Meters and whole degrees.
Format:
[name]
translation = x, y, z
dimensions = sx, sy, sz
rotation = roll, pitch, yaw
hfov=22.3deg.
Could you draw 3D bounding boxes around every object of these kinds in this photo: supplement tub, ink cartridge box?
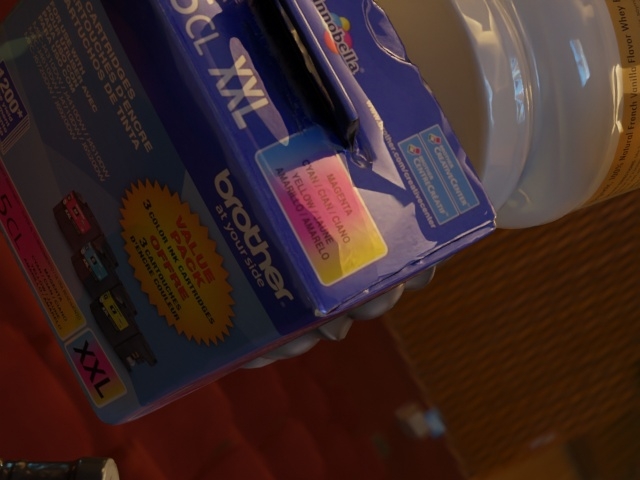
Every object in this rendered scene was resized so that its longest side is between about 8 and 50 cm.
[supplement tub]
translation = 0.172, -0.138, 1.115
dimensions = 0.228, 0.316, 0.228
rotation = 33, -48, 46
[ink cartridge box]
translation = -0.068, -0.063, 1.013
dimensions = 0.395, 0.151, 0.270
rotation = -32, -94, 55

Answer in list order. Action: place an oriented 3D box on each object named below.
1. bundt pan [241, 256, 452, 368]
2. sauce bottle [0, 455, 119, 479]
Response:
[bundt pan]
translation = 0.000, 0.000, 1.434
dimensions = 0.124, 0.331, 0.331
rotation = 60, -14, -13
[sauce bottle]
translation = -0.324, 0.196, 1.216
dimensions = 0.111, 0.344, 0.111
rotation = -3, 90, -85
